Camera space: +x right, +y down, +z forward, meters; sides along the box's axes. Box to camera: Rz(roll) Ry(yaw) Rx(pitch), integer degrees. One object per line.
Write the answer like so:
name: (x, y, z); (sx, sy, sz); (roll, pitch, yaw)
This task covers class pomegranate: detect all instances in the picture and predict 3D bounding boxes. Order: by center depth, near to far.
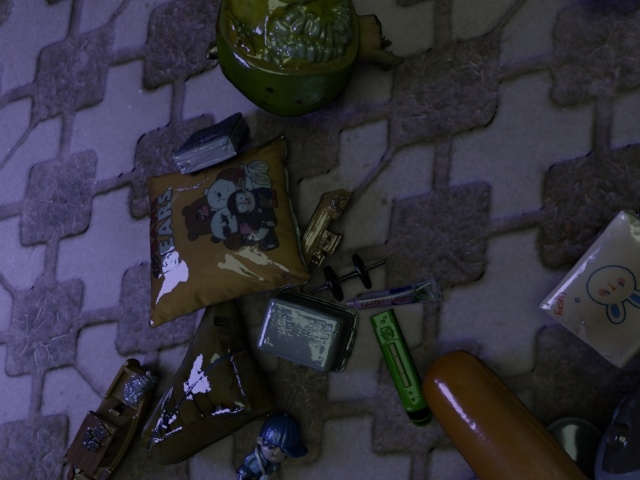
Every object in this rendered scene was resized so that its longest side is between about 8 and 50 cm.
pomegranate: (-0.023, -0.342, 0.878); (0.341, 0.260, 0.260); (3, 86, -15)

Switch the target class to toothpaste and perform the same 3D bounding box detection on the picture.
toothpaste: (0.130, 0.101, 0.902); (0.170, 0.028, 0.045); (-10, 90, 9)

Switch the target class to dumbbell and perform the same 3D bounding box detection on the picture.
dumbbell: (0.049, 0.066, 0.902); (0.147, 0.069, 0.069); (-24, 81, 10)

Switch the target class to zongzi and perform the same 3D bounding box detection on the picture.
zongzi: (-0.237, 0.235, 0.945); (0.260, 0.123, 0.289); (-33, 63, 15)

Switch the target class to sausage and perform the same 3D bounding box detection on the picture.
sausage: (0.284, 0.319, 0.732); (0.354, 0.116, 0.134); (52, 127, 41)

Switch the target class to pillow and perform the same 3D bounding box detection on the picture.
pillow: (-0.183, -0.024, 0.924); (0.312, 0.119, 0.310); (-16, 70, 13)

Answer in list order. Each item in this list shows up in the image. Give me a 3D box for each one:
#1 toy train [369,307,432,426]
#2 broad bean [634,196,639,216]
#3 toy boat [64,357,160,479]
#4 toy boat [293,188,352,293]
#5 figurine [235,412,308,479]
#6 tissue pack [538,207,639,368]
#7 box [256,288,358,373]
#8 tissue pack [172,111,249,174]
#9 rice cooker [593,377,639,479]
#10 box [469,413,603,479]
toy train: (0.143, 0.225, 0.881); (0.044, 0.042, 0.209); (-23, 81, 11)
broad bean: (0.560, 0.087, 0.789); (0.075, 0.067, 0.325); (-13, 79, -14)
toy boat: (-0.408, 0.376, 0.960); (0.089, 0.121, 0.321); (28, 92, 8)
toy boat: (0.000, 0.000, 0.926); (0.072, 0.064, 0.206); (26, 95, -5)
figurine: (-0.089, 0.381, 0.913); (0.149, 0.086, 0.087); (-51, 36, 17)
tissue pack: (0.456, 0.069, 0.759); (0.148, 0.092, 0.196); (41, 116, 24)
box: (-0.028, 0.163, 0.900); (0.172, 0.093, 0.124); (15, 89, 14)
tissue pack: (-0.199, -0.181, 0.940); (0.112, 0.156, 0.051); (-19, 115, 11)
rice cooker: (0.534, 0.276, 0.599); (0.335, 0.335, 0.325); (-45, 70, 6)
box: (0.371, 0.509, 0.762); (0.367, 0.090, 0.373); (-41, 70, 6)
